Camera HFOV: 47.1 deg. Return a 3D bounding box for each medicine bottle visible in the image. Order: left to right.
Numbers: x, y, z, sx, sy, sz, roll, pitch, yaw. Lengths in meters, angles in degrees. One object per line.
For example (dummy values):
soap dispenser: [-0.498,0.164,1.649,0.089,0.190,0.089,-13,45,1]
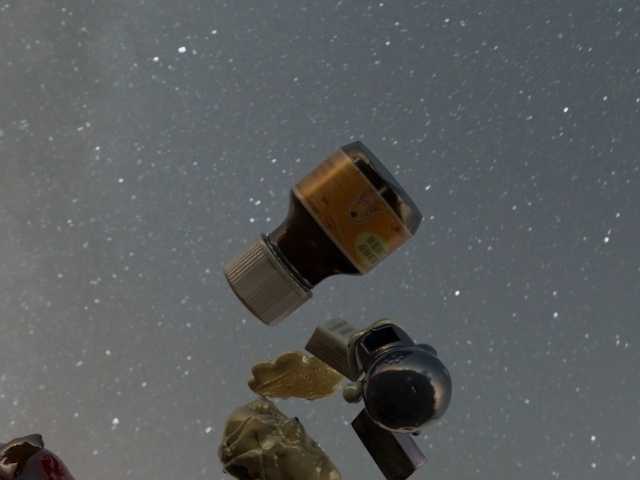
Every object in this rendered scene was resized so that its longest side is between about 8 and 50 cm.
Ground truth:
medicine bottle: [0.000,0.000,1.503,0.395,0.242,0.242,-42,-90,8]

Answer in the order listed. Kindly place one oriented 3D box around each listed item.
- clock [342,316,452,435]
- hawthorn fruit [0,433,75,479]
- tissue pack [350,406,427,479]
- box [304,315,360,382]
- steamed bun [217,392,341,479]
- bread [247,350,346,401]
clock: [0.135,0.245,1.317,0.199,0.243,0.147,-21,-68,-8]
hawthorn fruit: [-0.381,0.363,0.796,0.295,0.295,0.311,22,-43,21]
tissue pack: [0.133,0.396,1.449,0.156,0.051,0.112,53,-36,19]
box: [0.106,0.271,1.616,0.259,0.168,0.071,31,-79,14]
steamed bun: [-0.110,0.496,1.624,0.275,0.206,0.320,53,-15,-16]
bread: [-0.050,0.336,1.816,0.250,0.039,0.182,7,-43,-18]
